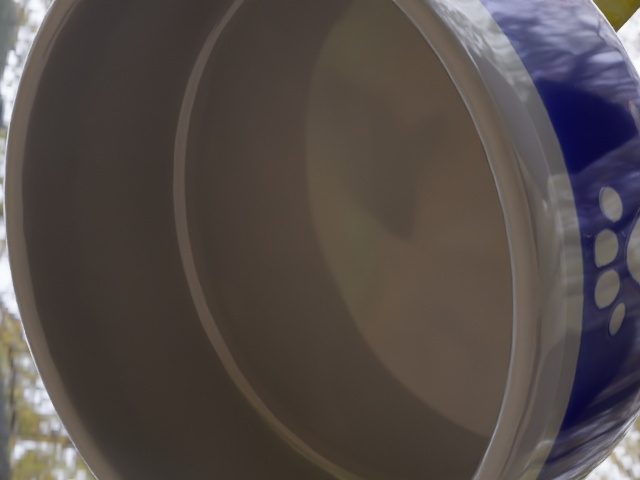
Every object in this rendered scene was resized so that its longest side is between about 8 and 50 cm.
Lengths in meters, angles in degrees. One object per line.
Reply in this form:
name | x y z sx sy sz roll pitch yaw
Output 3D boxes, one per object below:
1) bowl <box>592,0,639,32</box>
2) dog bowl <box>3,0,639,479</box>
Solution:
bowl | 0.113 -0.242 1.120 0.156 0.289 0.289 36 -63 -24
dog bowl | 0.000 0.000 0.637 0.104 0.265 0.265 -14 -37 -48
